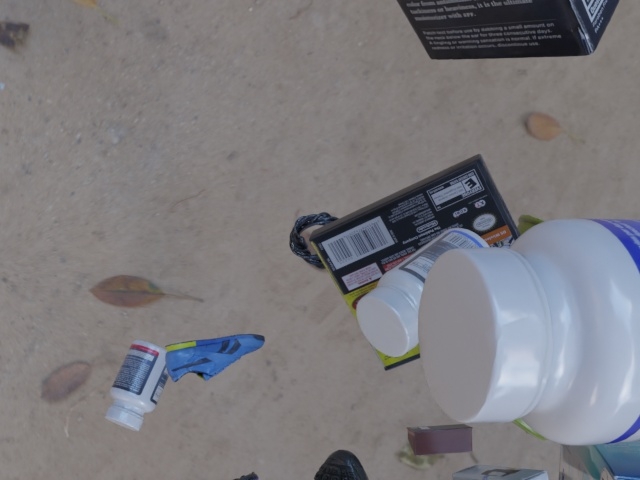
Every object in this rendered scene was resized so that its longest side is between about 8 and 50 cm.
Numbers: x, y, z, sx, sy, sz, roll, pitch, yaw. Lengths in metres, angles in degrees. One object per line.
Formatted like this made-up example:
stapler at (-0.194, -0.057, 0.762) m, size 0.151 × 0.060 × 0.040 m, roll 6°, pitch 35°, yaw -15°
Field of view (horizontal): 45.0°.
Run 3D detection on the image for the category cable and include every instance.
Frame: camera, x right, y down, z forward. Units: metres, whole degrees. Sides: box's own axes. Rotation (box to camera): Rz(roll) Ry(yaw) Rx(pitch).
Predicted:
cable at (0.000, 0.000, 1.858) m, size 0.184 × 0.150 × 0.047 m, roll 34°, pitch 41°, yaw -33°

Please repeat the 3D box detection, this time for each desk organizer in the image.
desk organizer at (0.247, 0.412, 1.598) m, size 0.130 × 0.047 × 0.050 m, roll 0°, pitch 87°, yaw -13°

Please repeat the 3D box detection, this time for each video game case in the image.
video game case at (0.160, 0.041, 1.132) m, size 0.274 × 0.035 × 0.248 m, roll -25°, pitch 107°, yaw 18°

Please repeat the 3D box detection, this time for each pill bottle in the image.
pill bottle at (0.213, 0.060, 0.535) m, size 0.271 × 0.152 × 0.153 m, roll 1°, pitch 88°, yaw -17°
pill bottle at (-0.405, 0.323, 1.722) m, size 0.108 × 0.108 × 0.180 m, roll 30°, pitch 65°, yaw -20°
pill bottle at (0.104, 0.050, 0.749) m, size 0.137 × 0.078 × 0.078 m, roll -32°, pitch 101°, yaw -33°

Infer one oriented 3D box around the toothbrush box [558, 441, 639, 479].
toothbrush box at (0.363, 0.329, 0.902) m, size 0.126 × 0.295 × 0.217 m, roll 2°, pitch 95°, yaw 8°

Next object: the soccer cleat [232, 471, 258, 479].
soccer cleat at (-0.212, 0.613, 1.658) m, size 0.108 × 0.318 × 0.116 m, roll 1°, pitch 47°, yaw -49°

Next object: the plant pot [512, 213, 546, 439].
plant pot at (0.456, 0.195, 1.570) m, size 0.366 × 0.366 × 0.353 m, roll 36°, pitch 92°, yaw -19°

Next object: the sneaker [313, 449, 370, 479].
sneaker at (0.064, 0.475, 1.402) m, size 0.130 × 0.109 × 0.286 m, roll -46°, pitch 136°, yaw -45°

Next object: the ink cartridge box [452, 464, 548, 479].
ink cartridge box at (0.328, 0.474, 1.371) m, size 0.072 × 0.175 × 0.128 m, roll -8°, pitch 84°, yaw -33°

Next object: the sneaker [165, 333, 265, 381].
sneaker at (-0.203, 0.231, 1.518) m, size 0.209 × 0.069 × 0.082 m, roll -6°, pitch 78°, yaw -31°

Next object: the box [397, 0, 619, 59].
box at (0.158, -0.364, 0.653) m, size 0.294 × 0.182 × 0.296 m, roll 48°, pitch 63°, yaw -41°
